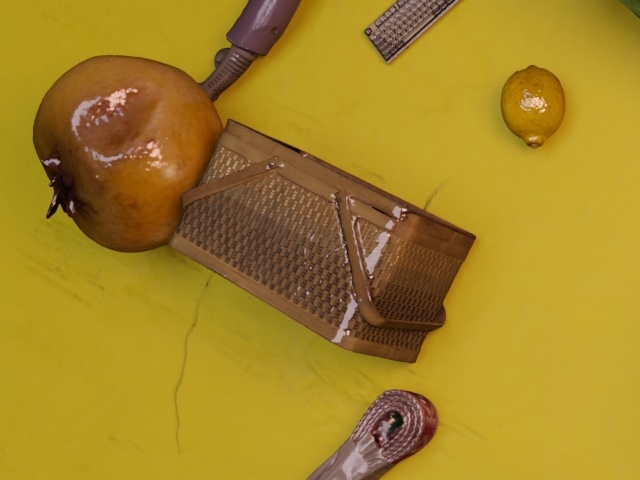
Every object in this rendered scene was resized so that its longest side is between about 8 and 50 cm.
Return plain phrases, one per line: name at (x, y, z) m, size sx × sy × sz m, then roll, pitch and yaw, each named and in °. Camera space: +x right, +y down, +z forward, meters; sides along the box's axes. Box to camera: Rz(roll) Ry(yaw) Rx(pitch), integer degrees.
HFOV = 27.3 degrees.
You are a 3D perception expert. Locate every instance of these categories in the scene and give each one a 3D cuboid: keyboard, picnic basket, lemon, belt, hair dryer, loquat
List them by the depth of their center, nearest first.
lemon at (0.202, -0.128, 1.252) m, size 0.062 × 0.062 × 0.083 m, roll -8°, pitch 74°, yaw 28°
picnic basket at (0.000, 0.000, 1.281) m, size 0.266 × 0.165 × 0.139 m, roll 28°, pitch 95°, yaw 32°
belt at (0.023, 0.236, 1.286) m, size 0.232 × 0.053 × 0.071 m, roll -45°, pitch 63°, yaw 14°
keyboard at (0.103, -0.241, 1.357) m, size 0.129 × 0.015 × 0.049 m, roll -40°, pitch 64°, yaw 17°
loquat at (-0.201, -0.095, 1.383) m, size 0.213 × 0.213 × 0.213 m, roll -6°, pitch 77°, yaw 29°
hair dryer at (-0.065, -0.322, 1.430) m, size 0.301 × 0.121 × 0.361 m, roll 34°, pitch 103°, yaw 39°

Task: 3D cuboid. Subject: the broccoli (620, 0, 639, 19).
broccoli at (0.340, -0.228, 1.126) m, size 0.269 × 0.269 × 0.254 m, roll -58°, pitch 17°, yaw 7°
